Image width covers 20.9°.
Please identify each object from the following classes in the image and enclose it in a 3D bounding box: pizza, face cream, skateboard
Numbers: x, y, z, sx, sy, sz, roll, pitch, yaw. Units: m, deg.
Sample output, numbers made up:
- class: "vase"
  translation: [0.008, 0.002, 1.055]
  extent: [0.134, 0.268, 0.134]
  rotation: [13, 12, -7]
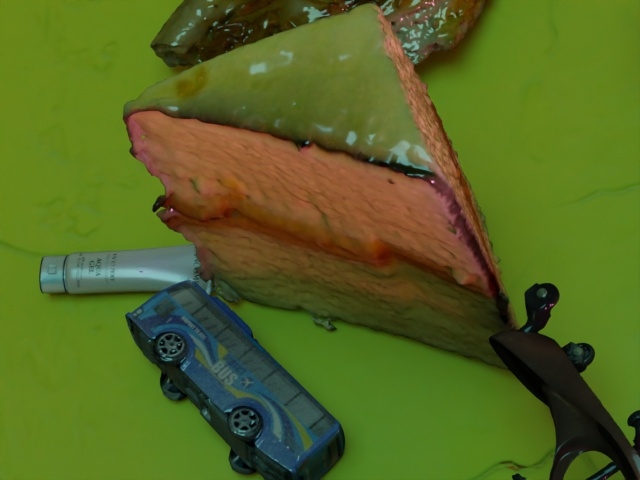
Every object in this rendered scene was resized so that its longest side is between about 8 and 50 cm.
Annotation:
- class: "pizza"
  translation: [0.018, -0.165, 1.138]
  extent: [0.271, 0.056, 0.134]
  rotation: [-12, 56, 8]
- class: "face cream"
  translation: [-0.122, 0.019, 1.107]
  extent: [0.115, 0.020, 0.038]
  rotation: [-2, 65, 9]
- class: "skateboard"
  translation: [0.129, 0.098, 0.908]
  extent: [0.080, 0.067, 0.151]
  rotation: [-34, 41, 1]

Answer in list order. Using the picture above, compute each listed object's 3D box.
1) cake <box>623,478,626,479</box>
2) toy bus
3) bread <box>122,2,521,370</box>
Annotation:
- class: "cake"
  translation: [0.208, 0.173, 0.917]
  extent: [0.287, 0.098, 0.135]
  rotation: [-32, 61, -3]
- class: "toy bus"
  translation: [-0.052, 0.088, 1.045]
  extent: [0.061, 0.051, 0.153]
  rotation: [-37, 63, -19]
- class: "bread"
  translation: [0.000, 0.000, 0.973]
  extent: [0.178, 0.240, 0.135]
  rotation: [-20, 57, 8]
